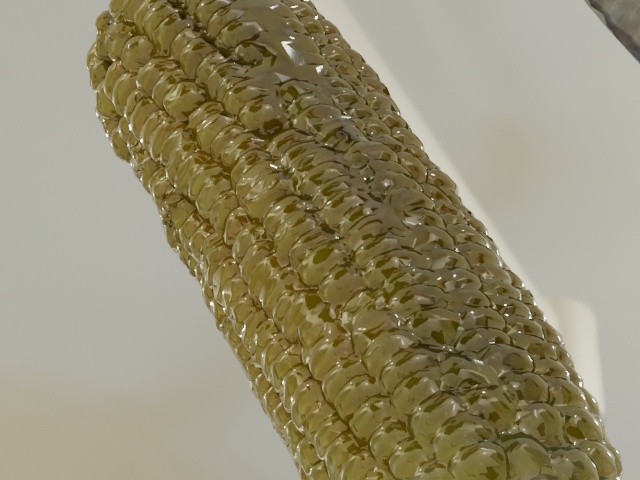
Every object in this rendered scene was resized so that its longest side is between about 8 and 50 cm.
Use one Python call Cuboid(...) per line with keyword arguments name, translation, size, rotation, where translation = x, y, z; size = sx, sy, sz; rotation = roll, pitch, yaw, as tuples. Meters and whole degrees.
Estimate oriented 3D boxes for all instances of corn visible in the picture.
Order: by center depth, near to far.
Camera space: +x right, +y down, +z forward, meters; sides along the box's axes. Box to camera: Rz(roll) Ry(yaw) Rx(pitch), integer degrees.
Cuboid(name="corn", translation=(0.000, 0.000, 0.445), size=(0.097, 0.320, 0.097), rotation=(-13, -51, -16))

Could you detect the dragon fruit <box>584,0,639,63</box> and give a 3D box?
Cuboid(name="dragon fruit", translation=(0.280, -0.237, 1.043), size=(0.221, 0.204, 0.283), rotation=(-46, -21, 12))
